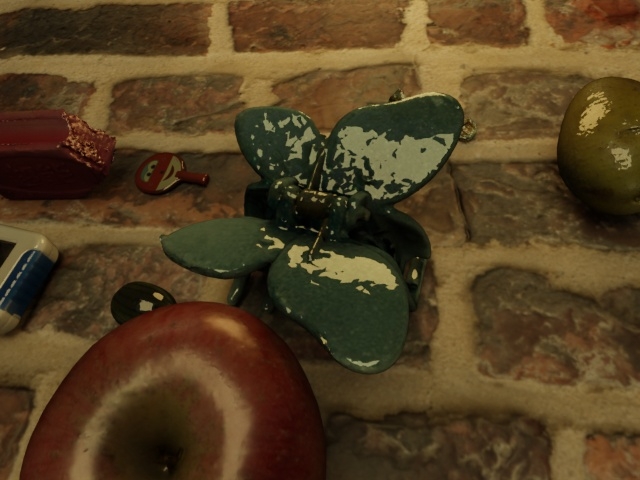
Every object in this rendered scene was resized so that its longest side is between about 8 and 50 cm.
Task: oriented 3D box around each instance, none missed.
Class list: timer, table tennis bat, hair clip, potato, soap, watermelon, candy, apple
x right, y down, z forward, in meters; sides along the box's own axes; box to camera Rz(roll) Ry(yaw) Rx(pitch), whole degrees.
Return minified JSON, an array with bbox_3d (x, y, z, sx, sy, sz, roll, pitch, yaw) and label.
[{"bbox_3d":[-0.593,0.054,0.831,0.254,0.078,0.178,12,61,13],"label":"timer"},{"bbox_3d":[-0.282,-0.124,0.924,0.155,0.019,0.098,10,62,17],"label":"table tennis bat"},{"bbox_3d":[0.000,0.000,0.681,0.318,0.238,0.392,12,61,15],"label":"hair clip"},{"bbox_3d":[0.461,-0.157,0.759,0.174,0.159,0.251,15,52,-11],"label":"potato"},{"bbox_3d":[-0.500,-0.157,0.886,0.250,0.162,0.099,-1,61,8],"label":"soap"},{"bbox_3d":[-0.272,0.106,0.756,0.111,0.078,0.078,13,63,14],"label":"watermelon"},{"bbox_3d":[0.202,-0.236,0.900,0.182,0.046,0.053,23,68,17],"label":"candy"},{"bbox_3d":[-0.146,0.249,0.545,0.345,0.269,0.344,-2,64,4],"label":"apple"}]
